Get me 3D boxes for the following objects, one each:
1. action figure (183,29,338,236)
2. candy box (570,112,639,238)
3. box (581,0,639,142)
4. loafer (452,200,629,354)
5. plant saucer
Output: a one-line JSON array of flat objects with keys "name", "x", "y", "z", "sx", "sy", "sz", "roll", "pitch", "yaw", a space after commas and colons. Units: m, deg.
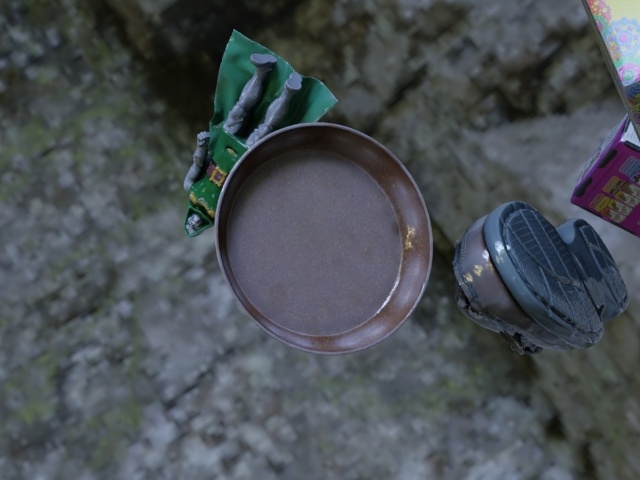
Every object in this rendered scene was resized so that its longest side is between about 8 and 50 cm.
[{"name": "action figure", "x": -0.092, "y": -0.094, "z": 1.791, "sx": 0.063, "sy": 0.137, "sz": 0.232, "roll": -31, "pitch": -26, "yaw": -57}, {"name": "candy box", "x": 0.440, "y": -0.054, "z": 1.980, "sx": 0.071, "sy": 0.233, "sz": 0.159, "roll": -63, "pitch": 2, "yaw": -30}, {"name": "box", "x": 0.377, "y": -0.188, "z": 1.356, "sx": 0.290, "sy": 0.177, "sz": 0.279, "roll": -22, "pitch": -28, "yaw": 10}, {"name": "loafer", "x": 0.127, "y": 0.036, "z": 1.032, "sx": 0.084, "sy": 0.096, "sz": 0.267, "roll": -29, "pitch": -12, "yaw": 19}, {"name": "plant saucer", "x": 0.000, "y": 0.000, "z": 1.189, "sx": 0.168, "sy": 0.168, "sz": 0.029, "roll": -24, "pitch": 0, "yaw": -23}]
